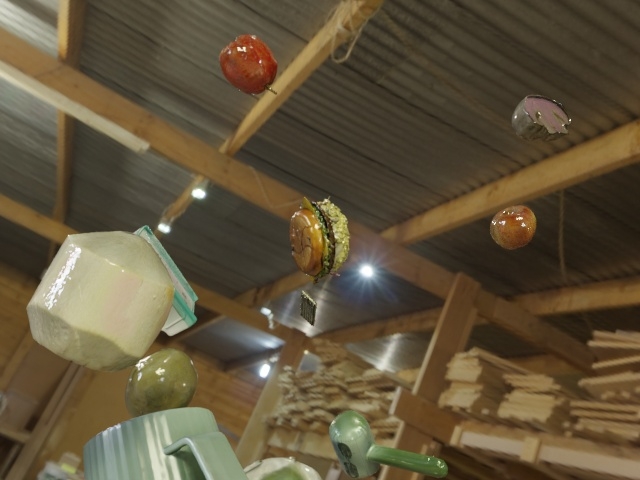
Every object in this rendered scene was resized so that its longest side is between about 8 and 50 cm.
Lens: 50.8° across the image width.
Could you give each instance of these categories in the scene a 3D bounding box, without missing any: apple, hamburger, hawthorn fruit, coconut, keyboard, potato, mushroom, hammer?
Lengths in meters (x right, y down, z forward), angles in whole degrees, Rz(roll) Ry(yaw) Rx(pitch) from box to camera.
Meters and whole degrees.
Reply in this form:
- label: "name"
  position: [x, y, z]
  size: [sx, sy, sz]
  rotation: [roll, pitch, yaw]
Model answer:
- label: "apple"
  position: [0.532, -0.035, 1.848]
  size: [0.126, 0.126, 0.102]
  rotation: [-2, -64, 49]
- label: "hamburger"
  position: [0.000, 0.000, 1.993]
  size: [0.138, 0.243, 0.262]
  rotation: [-8, -25, -25]
- label: "hawthorn fruit"
  position: [-0.254, -0.639, 2.520]
  size: [0.253, 0.205, 0.205]
  rotation: [54, -27, -7]
- label: "coconut"
  position: [-0.348, 0.090, 1.101]
  size: [0.241, 0.241, 0.241]
  rotation: [21, -21, 9]
- label: "keyboard"
  position: [-0.030, 0.163, 1.604]
  size: [0.049, 0.015, 0.129]
  rotation: [47, -22, 20]
- label: "potato"
  position: [-0.368, 0.346, 1.574]
  size: [0.160, 0.177, 0.235]
  rotation: [57, -9, 15]
- label: "mushroom"
  position: [0.621, -0.340, 1.929]
  size: [0.188, 0.141, 0.117]
  rotation: [-10, -14, -32]
- label: "hammer"
  position: [0.191, 0.585, 1.850]
  size: [0.335, 0.119, 0.206]
  rotation: [4, -50, 29]

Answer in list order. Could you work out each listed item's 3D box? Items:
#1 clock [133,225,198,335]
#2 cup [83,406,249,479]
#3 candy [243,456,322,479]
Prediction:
- label: "clock"
  position: [-0.440, 0.110, 1.780]
  size: [0.262, 0.116, 0.231]
  rotation: [59, -1, -15]
- label: "cup"
  position: [-0.242, 0.527, 1.251]
  size: [0.400, 0.392, 0.310]
  rotation: [-26, -26, 13]
- label: "candy"
  position: [-0.131, 0.786, 1.833]
  size: [0.426, 0.186, 0.386]
  rotation: [-5, 31, -41]
